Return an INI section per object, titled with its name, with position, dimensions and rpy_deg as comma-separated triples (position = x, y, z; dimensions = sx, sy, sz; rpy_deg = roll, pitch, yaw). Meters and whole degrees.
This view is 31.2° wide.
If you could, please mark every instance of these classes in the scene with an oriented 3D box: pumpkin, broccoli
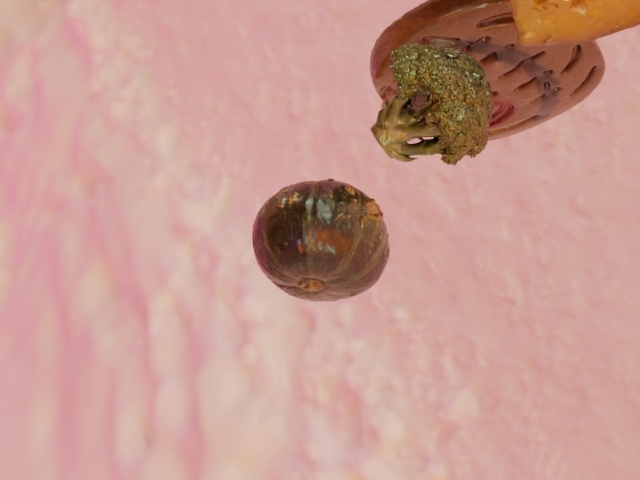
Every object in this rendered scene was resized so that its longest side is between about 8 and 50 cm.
[pumpkin]
position = 0.000, 0.001, 1.511
dimensions = 0.190, 0.190, 0.146
rpy_deg = -19, 64, 47
[broccoli]
position = 0.105, -0.127, 1.086
dimensions = 0.120, 0.130, 0.131
rpy_deg = -34, 47, 13

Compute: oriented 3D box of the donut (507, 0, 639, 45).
[donut]
position = 0.247, -0.433, 1.236
dimensions = 0.378, 0.163, 0.435
rpy_deg = -38, 62, -20

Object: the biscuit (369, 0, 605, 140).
[biscuit]
position = 0.213, -0.220, 1.557
dimensions = 0.314, 0.367, 0.063
rpy_deg = -26, 63, 29
